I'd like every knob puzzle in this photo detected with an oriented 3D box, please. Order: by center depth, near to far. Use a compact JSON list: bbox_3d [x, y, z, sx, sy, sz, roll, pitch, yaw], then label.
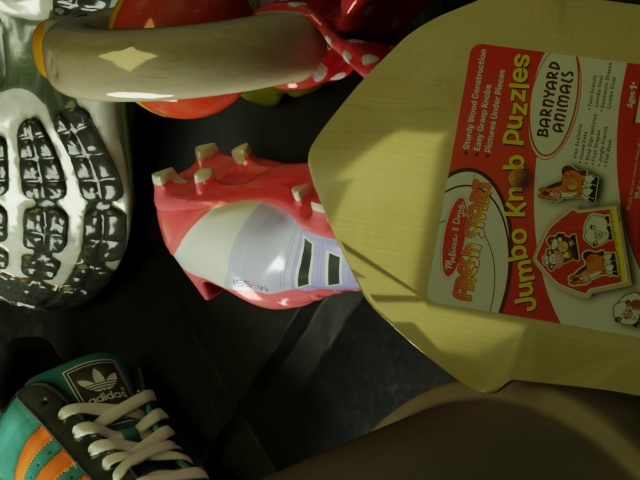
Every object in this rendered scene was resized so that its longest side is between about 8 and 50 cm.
[{"bbox_3d":[0.090,-0.025,0.810,0.213,0.030,0.213,-2,84,15],"label":"knob puzzle"}]

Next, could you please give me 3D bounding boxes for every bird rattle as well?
[{"bbox_3d":[-0.040,-0.100,0.934,0.253,0.207,0.143,36,136,56],"label":"bird rattle"}]

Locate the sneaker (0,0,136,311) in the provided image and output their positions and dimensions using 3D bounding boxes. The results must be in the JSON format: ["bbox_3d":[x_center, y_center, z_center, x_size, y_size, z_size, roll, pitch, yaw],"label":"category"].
[{"bbox_3d":[-0.163,-0.130,1.156,0.158,0.182,0.410,18,128,5],"label":"sneaker"}]

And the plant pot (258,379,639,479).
[{"bbox_3d":[0.024,0.219,0.776,0.323,0.280,0.323,-3,86,51],"label":"plant pot"}]

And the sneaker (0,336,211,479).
[{"bbox_3d":[-0.139,0.138,1.116,0.302,0.108,0.121,15,106,52],"label":"sneaker"}]

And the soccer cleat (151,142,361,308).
[{"bbox_3d":[0.000,0.000,0.982,0.248,0.083,0.095,8,125,46],"label":"soccer cleat"}]
